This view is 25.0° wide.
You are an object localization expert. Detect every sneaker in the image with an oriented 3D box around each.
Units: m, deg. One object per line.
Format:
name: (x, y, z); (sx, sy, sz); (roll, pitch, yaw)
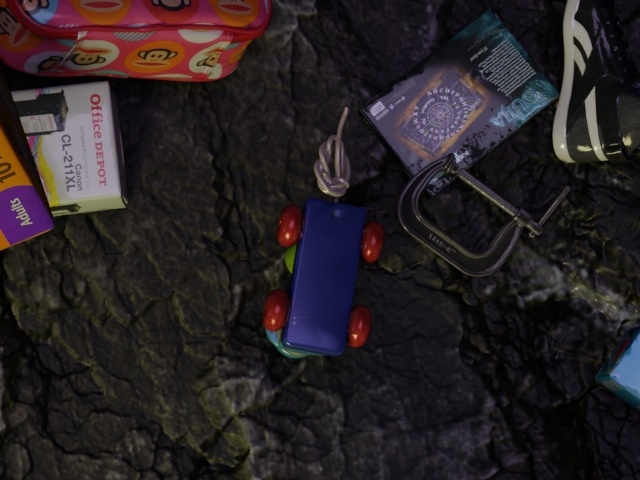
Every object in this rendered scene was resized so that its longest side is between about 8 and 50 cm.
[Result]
sneaker: (0.323, -0.187, 1.536); (0.121, 0.079, 0.217); (6, 89, 33)

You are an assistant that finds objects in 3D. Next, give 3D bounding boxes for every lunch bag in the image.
lunch bag: (-0.209, -0.297, 1.478); (0.293, 0.120, 0.258); (-3, 68, -31)

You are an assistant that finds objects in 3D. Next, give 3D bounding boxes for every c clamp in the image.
c clamp: (0.166, -0.036, 1.542); (0.161, 0.022, 0.137); (29, 94, -14)

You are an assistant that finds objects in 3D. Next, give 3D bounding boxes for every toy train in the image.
toy train: (0.000, 0.000, 1.487); (0.105, 0.143, 0.248); (11, 76, -10)

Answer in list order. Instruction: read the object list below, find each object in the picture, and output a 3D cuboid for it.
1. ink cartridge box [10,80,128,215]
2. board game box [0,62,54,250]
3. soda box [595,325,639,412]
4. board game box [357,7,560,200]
ink cartridge box: (-0.296, -0.092, 1.511); (0.175, 0.072, 0.127); (-7, 81, -4)
board game box: (-0.499, -0.171, 1.302); (0.356, 0.356, 0.356); (-23, 56, -5)
soda box: (0.398, 0.178, 1.515); (0.210, 0.067, 0.071); (37, 82, 2)
board game box: (0.151, -0.148, 1.569); (0.186, 0.026, 0.126); (-38, 87, -8)
